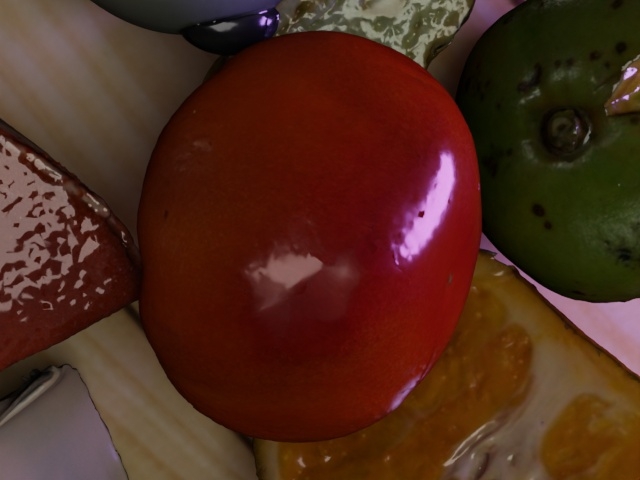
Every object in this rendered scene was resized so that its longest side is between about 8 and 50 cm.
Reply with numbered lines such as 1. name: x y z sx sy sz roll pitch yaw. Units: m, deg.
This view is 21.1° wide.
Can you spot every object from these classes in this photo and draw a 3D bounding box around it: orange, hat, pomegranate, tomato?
1. orange: 0.106 0.156 1.168 0.310 0.274 0.274 35 88 -7
2. hat: -0.239 0.195 1.133 0.275 0.161 0.232 -45 136 -29
3. pomegranate: 0.230 -0.080 1.211 0.302 0.236 0.236 -16 106 -49
4. tomato: 0.001 0.003 1.072 0.260 0.180 0.260 -43 143 -45

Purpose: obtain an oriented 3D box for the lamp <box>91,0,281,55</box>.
1. lamp: -0.075 -0.248 1.096 0.198 0.198 0.244 35 71 -19

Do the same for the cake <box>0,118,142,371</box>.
1. cake: -0.224 0.055 1.107 0.159 0.158 0.262 26 93 -18

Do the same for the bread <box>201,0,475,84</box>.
1. bread: 0.027 -0.160 1.187 0.128 0.088 0.232 36 96 -11
